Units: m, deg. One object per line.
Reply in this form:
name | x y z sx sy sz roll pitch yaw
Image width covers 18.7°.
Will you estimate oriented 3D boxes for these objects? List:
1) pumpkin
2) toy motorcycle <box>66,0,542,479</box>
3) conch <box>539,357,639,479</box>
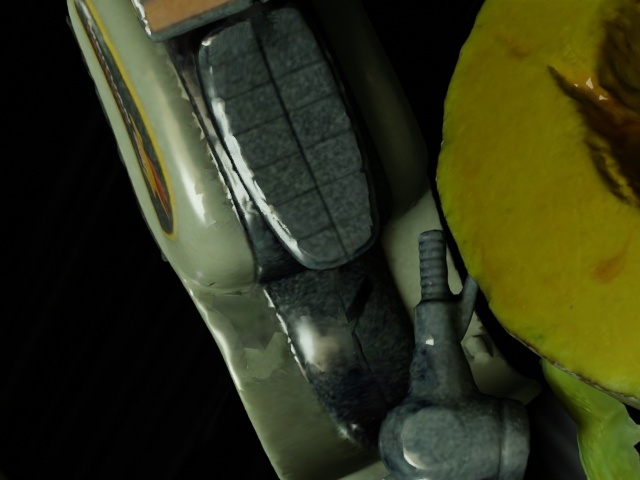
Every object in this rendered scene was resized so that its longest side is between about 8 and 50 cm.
pumpkin | 0.141 -0.033 0.455 0.217 0.217 0.110 -11 135 43
toy motorcycle | 0.000 0.000 0.581 0.157 0.091 0.263 -150 37 -81
conch | 0.113 0.060 0.551 0.095 0.079 0.201 8 118 59
